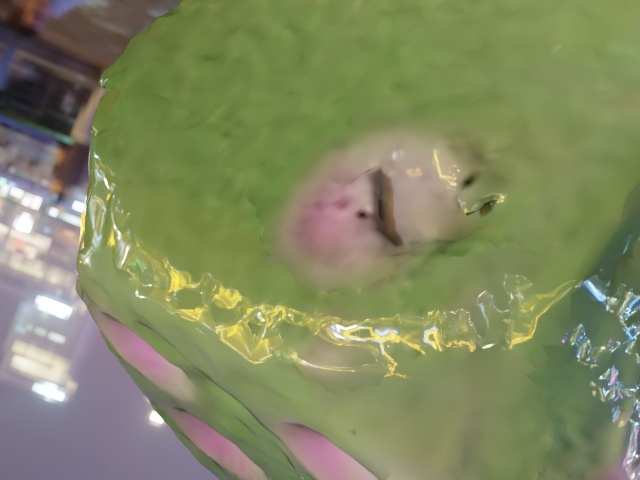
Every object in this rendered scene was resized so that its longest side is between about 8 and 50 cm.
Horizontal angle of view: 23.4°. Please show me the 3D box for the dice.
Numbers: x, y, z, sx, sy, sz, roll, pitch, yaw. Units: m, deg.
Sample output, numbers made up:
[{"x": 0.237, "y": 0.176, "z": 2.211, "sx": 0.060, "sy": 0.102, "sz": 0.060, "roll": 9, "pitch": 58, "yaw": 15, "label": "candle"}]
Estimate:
[{"x": 0.095, "y": 0.012, "z": 0.776, "sx": 0.318, "sy": 0.330, "sz": 0.322, "roll": 19, "pitch": 152, "yaw": 39, "label": "dice"}]
